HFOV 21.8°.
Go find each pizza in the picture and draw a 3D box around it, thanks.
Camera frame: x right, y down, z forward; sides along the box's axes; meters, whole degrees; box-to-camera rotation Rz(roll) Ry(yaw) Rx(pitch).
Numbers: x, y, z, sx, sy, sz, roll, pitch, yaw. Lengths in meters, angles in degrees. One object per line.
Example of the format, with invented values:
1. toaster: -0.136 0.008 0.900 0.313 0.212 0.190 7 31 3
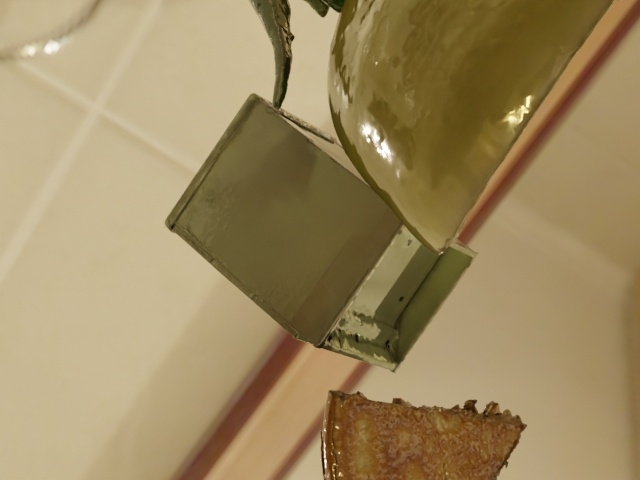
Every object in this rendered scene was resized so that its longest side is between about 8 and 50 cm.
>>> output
1. pizza: 0.094 0.208 1.478 0.193 0.053 0.201 -15 -84 -20

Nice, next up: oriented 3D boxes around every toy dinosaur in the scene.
1. toy dinosaur: -0.104 -0.297 1.402 0.300 0.087 0.447 28 -146 -17

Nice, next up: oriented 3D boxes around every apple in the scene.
1. apple: 0.173 -0.174 1.267 0.311 0.360 0.320 17 -157 -39

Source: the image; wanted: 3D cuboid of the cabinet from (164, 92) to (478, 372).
1. cabinet: 0.000 0.000 1.482 0.206 0.150 0.145 40 -171 32
